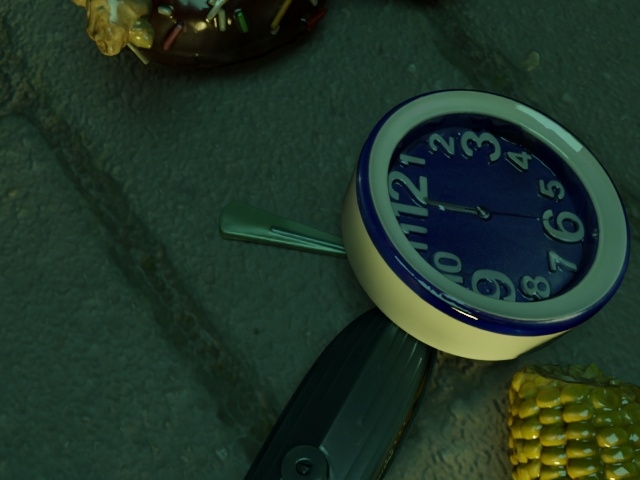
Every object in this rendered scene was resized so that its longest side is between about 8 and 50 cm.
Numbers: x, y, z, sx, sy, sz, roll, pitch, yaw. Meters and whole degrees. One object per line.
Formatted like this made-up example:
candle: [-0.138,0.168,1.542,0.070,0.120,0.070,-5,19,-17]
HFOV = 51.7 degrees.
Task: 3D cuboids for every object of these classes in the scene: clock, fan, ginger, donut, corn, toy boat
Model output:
clock: [0.135,-0.018,0.556,0.231,0.083,0.230,5,60,-9]
fan: [0.000,0.000,0.609,0.193,0.016,0.038,14,70,4]
ginger: [-0.174,-0.257,0.560,0.138,0.074,0.213,17,78,7]
donut: [-0.112,-0.293,0.660,0.270,0.103,0.269,0,72,1]
corn: [0.225,0.273,0.459,0.144,0.144,0.387,-8,74,-3]
toy boat: [0.026,0.140,0.534,0.093,0.103,0.246,23,59,21]
